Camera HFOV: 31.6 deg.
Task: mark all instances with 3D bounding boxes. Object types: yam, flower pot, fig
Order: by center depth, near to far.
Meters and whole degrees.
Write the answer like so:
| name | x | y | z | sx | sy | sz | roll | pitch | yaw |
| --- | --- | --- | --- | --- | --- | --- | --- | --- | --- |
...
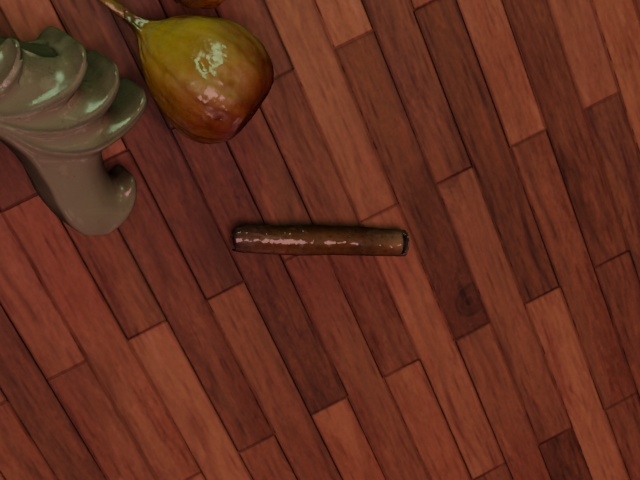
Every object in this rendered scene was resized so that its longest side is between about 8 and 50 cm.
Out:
| name | x | y | z | sx | sy | sz | roll | pitch | yaw |
| --- | --- | --- | --- | --- | --- | --- | --- | --- | --- |
| flower pot | -0.389 | -0.140 | 1.379 | 0.367 | 0.164 | 0.254 | 1 | 111 | -37 |
| fig | -0.183 | -0.234 | 1.431 | 0.257 | 0.159 | 0.159 | 38 | 96 | -16 |
| yam | 0.000 | 0.000 | 1.616 | 0.264 | 0.046 | 0.046 | 2 | 108 | -16 |

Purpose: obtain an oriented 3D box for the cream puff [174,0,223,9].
| name | x | y | z | sx | sy | sz | roll | pitch | yaw |
| --- | --- | --- | --- | --- | --- | --- | --- | --- | --- |
| cream puff | -0.146 | -0.354 | 1.417 | 0.133 | 0.119 | 0.104 | -39 | 138 | 17 |
